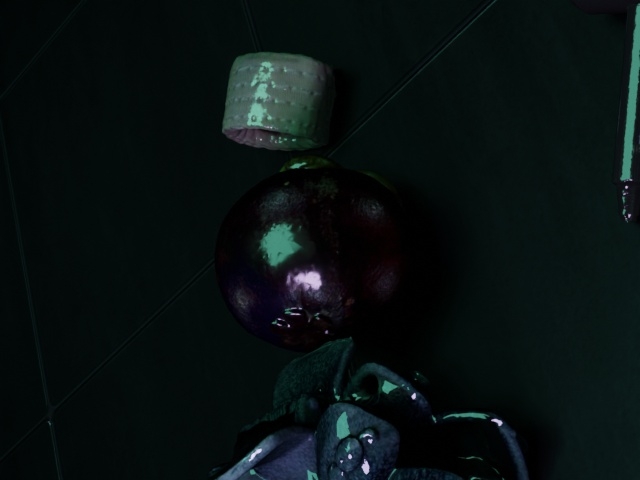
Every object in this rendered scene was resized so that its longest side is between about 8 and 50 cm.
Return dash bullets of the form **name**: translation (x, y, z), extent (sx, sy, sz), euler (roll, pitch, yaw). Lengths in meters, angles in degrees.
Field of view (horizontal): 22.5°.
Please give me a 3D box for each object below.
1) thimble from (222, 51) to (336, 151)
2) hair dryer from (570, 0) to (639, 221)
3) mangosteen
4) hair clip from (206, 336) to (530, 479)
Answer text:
- **thimble**: translation (-0.043, -0.146, 1.675), extent (0.115, 0.102, 0.090), euler (5, 81, 21)
- **hair dryer**: translation (0.259, -0.139, 1.357), extent (0.114, 0.070, 0.248), euler (4, 90, 49)
- **mangosteen**: translation (0.000, 0.000, 1.530), extent (0.194, 0.194, 0.230), euler (-38, 26, 37)
- **hair clip**: translation (0.023, 0.211, 1.404), extent (0.310, 0.206, 0.194), euler (-32, 14, 39)
